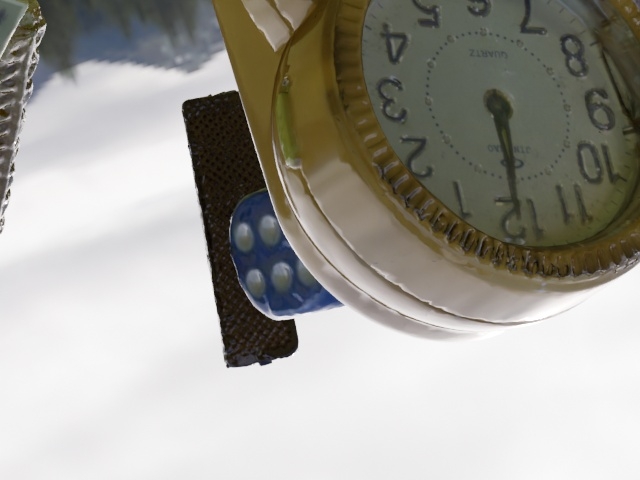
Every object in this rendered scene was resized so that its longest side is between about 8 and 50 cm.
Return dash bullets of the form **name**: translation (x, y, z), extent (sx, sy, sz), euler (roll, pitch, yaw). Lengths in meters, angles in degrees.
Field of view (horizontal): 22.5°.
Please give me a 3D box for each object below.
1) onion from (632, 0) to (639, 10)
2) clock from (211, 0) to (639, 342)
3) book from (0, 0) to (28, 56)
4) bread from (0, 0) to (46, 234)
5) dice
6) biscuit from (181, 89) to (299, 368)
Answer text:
- **onion**: translation (0.121, -0.137, 1.222), extent (0.272, 0.272, 0.195), euler (-9, -143, 39)
- **clock**: translation (0.072, -0.096, 0.920), extent (0.244, 0.317, 0.200), euler (-2, 156, -24)
- **book**: translation (-0.314, -0.183, 1.419), extent (0.111, 0.077, 0.014), euler (-51, -146, 38)
- **bread**: translation (-0.351, -0.113, 1.689), extent (0.077, 0.367, 0.084), euler (18, -135, -6)
- **dice**: translation (0.000, 0.000, 1.684), extent (0.143, 0.146, 0.146), euler (-16, 179, 41)
- **biscuit**: translation (-0.113, -0.016, 2.254), extent (0.107, 0.388, 0.073), euler (-10, 179, -7)
